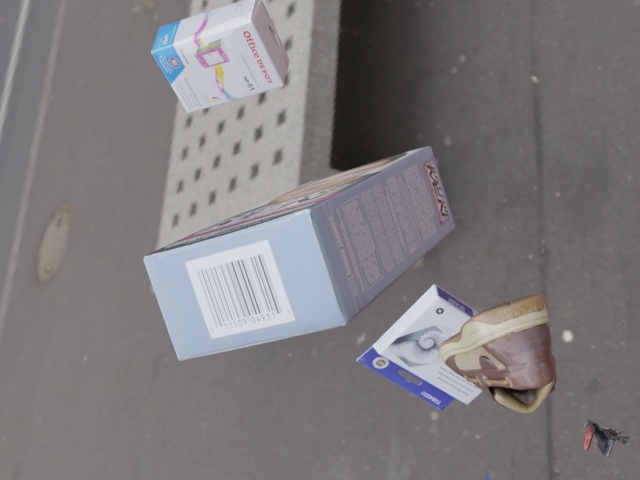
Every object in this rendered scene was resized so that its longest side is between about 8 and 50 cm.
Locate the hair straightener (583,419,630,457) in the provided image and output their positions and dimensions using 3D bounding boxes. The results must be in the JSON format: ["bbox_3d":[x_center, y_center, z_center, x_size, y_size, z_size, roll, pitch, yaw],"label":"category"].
[{"bbox_3d":[0.575,0.403,1.804,0.089,0.230,0.047,18,89,15],"label":"hair straightener"}]

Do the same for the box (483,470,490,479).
[{"bbox_3d":[0.186,0.358,0.971,0.225,0.037,0.136,-68,-7,-77],"label":"box"}]

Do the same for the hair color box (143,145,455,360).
[{"bbox_3d":[0.000,0.000,0.964,0.185,0.374,0.113,-15,97,26],"label":"hair color box"}]

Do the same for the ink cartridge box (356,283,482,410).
[{"bbox_3d":[0.218,0.212,1.629,0.224,0.223,0.045,-48,24,26],"label":"ink cartridge box"}]

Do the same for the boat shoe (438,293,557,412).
[{"bbox_3d":[0.234,0.161,1.128,0.342,0.123,0.123,91,159,-74],"label":"boat shoe"}]

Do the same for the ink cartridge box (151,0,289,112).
[{"bbox_3d":[-0.107,-0.200,0.972,0.123,0.088,0.052,-13,42,18],"label":"ink cartridge box"}]
